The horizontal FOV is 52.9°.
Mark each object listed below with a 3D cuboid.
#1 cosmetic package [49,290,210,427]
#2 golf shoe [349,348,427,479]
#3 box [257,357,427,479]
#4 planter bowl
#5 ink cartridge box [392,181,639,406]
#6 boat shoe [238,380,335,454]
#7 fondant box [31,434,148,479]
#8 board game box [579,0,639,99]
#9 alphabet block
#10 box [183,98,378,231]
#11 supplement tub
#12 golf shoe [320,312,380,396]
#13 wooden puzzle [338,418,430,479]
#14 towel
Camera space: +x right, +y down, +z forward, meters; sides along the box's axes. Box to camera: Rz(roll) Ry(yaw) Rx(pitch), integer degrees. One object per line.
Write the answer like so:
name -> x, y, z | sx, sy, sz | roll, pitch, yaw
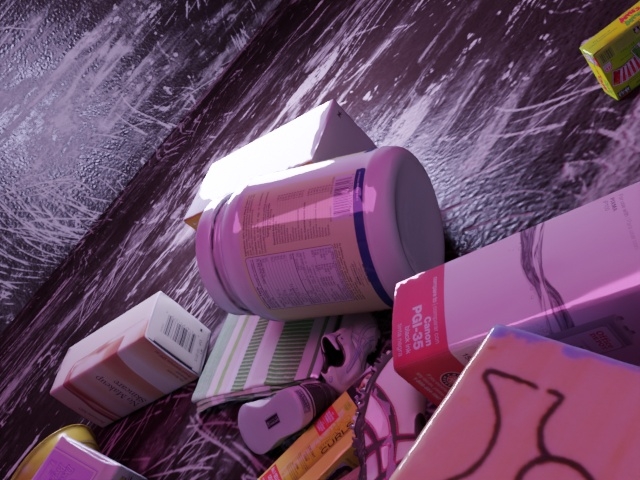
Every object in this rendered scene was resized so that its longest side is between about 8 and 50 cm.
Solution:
cosmetic package -> -0.386, 0.248, 1.312 | 0.296, 0.153, 0.129 | -32, 31, 26
golf shoe -> 0.085, 0.230, 0.660 | 0.120, 0.105, 0.272 | 6, 57, 30
box -> 0.026, 0.268, 0.842 | 0.232, 0.058, 0.087 | -45, 30, 1
planter bowl -> -0.453, 0.450, 1.156 | 0.090, 0.217, 0.217 | 21, 65, 21
ink cartridge box -> 0.243, 0.089, 0.631 | 0.283, 0.207, 0.117 | -26, 36, 32
boat shoe -> -0.052, 0.258, 0.942 | 0.219, 0.070, 0.077 | -38, 69, 51
fondant box -> -0.375, 0.431, 0.944 | 0.238, 0.096, 0.330 | -60, -4, -24
board game box -> 0.483, -0.301, 0.935 | 0.181, 0.092, 0.043 | -38, 30, 14
alphabet block -> 0.179, 0.215, 0.490 | 0.192, 0.193, 0.197 | 15, 48, 39
box -> -0.054, -0.080, 1.230 | 0.345, 0.215, 0.168 | -20, 38, 39
supplement tub -> 0.000, 0.000, 0.977 | 0.325, 0.235, 0.235 | -10, 43, 28
golf shoe -> 0.039, 0.150, 0.949 | 0.069, 0.086, 0.176 | -33, 30, 26
wooden puzzle -> 0.056, 0.386, 0.644 | 0.348, 0.080, 0.322 | -34, 31, 11
towel -> -0.081, 0.174, 1.130 | 0.325, 0.038, 0.247 | -22, 36, 39
